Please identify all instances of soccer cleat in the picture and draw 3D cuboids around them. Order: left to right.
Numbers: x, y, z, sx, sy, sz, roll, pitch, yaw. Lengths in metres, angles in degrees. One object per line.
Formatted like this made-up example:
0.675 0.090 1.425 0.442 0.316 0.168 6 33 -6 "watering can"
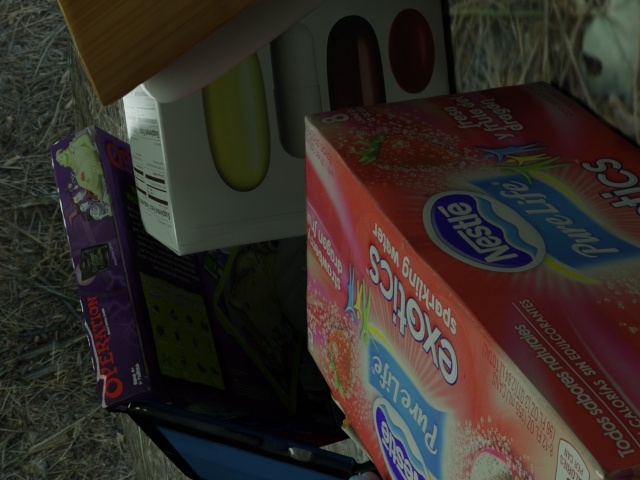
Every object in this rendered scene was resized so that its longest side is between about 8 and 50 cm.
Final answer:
0.000 0.000 0.994 0.076 0.068 0.196 -136 42 -59 "soccer cleat"

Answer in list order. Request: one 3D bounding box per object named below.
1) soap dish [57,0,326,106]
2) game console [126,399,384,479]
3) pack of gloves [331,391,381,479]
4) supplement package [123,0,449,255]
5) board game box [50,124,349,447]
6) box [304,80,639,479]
-0.026 -0.223 0.578 0.118 0.291 0.229 48 -168 -44 "soap dish"
-0.006 0.238 0.843 0.293 0.173 0.250 80 174 -70 "game console"
0.076 0.196 0.631 0.232 0.046 0.195 48 -174 -8 "pack of gloves"
-0.030 -0.111 0.800 0.149 0.194 0.203 -157 58 -71 "supplement package"
-0.082 0.054 0.980 0.347 0.056 0.208 29 -134 -61 "board game box"
0.103 0.056 0.542 0.300 0.142 0.154 -124 29 -55 "box"
